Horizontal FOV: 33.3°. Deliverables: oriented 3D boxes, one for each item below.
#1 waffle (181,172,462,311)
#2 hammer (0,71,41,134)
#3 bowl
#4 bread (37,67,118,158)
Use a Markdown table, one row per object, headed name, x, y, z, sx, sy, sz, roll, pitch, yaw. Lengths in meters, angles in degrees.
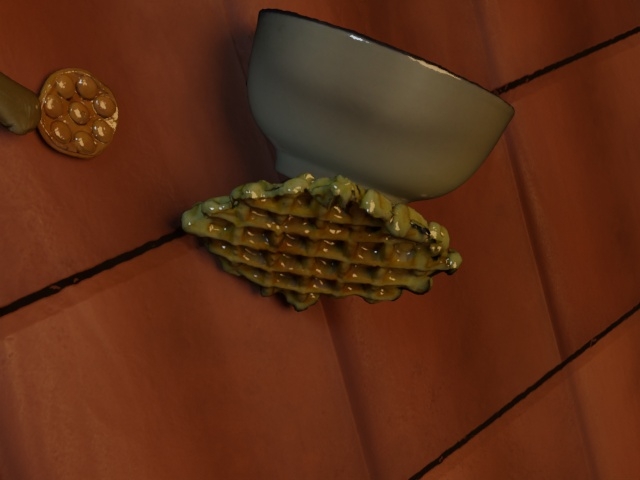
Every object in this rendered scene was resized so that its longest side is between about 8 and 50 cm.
| name | x | y | z | sx | sy | sz | roll | pitch | yaw |
| --- | --- | --- | --- | --- | --- | --- | --- | --- | --- |
| waffle | 0.000 | 0.000 | 1.334 | 0.317 | 0.297 | 0.073 | 36 | 51 | -41 |
| hammer | -0.409 | -0.204 | 1.099 | 0.305 | 0.113 | 0.202 | 34 | 69 | -41 |
| bowl | 0.053 | -0.144 | 1.373 | 0.354 | 0.354 | 0.185 | 18 | 96 | -40 |
| bread | -0.284 | -0.148 | 1.255 | 0.110 | 0.024 | 0.110 | 1 | 89 | -41 |
